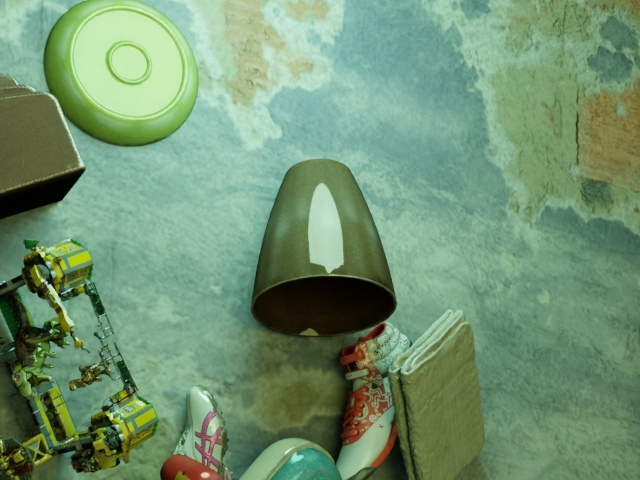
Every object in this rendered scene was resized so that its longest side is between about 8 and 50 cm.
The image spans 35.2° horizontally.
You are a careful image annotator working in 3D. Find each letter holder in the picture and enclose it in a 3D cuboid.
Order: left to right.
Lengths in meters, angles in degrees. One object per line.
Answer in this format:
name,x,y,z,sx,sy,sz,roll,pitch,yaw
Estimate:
letter holder,-0.501,-0.126,1.323,0.301,0.152,0.214,-21,86,-29

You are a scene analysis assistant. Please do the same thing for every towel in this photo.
towel,0.182,0.261,1.559,0.187,0.049,0.282,-35,125,-41

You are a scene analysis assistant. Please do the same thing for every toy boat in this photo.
toy boat,-0.085,0.379,1.353,0.267,0.148,0.318,-57,142,-12

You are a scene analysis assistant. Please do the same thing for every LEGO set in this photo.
LEGO set,-0.376,0.172,1.255,0.192,0.255,0.331,-27,104,-56

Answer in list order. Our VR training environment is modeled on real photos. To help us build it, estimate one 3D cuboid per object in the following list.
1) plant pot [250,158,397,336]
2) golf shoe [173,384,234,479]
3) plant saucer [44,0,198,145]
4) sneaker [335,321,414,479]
plant pot,0.000,0.000,1.536,0.215,0.215,0.230,12,58,-24
golf shoe,-0.175,0.301,1.437,0.086,0.067,0.186,-6,81,-26
plant saucer,-0.293,-0.263,1.525,0.241,0.037,0.241,6,76,-25
sneaker,0.065,0.248,1.560,0.145,0.090,0.270,47,59,-9
